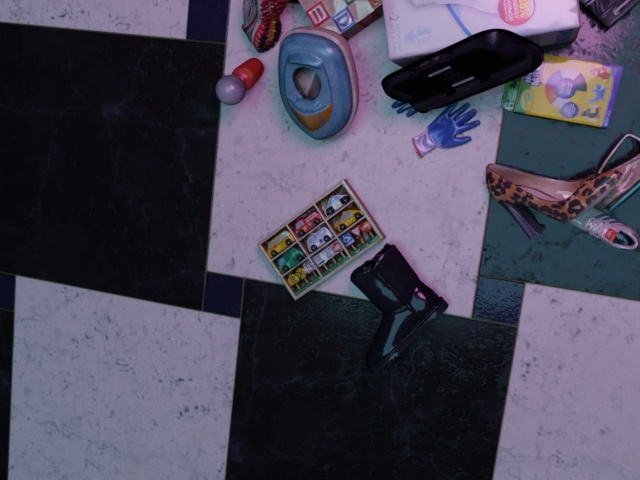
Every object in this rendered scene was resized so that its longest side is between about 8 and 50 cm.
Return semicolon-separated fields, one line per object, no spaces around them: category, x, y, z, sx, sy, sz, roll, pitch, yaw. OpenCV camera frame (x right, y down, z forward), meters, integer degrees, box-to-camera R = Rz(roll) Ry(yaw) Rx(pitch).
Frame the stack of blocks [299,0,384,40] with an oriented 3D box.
stack of blocks;0.014;-0.595;1.560;0.171;0.087;0.297;-32;89;17

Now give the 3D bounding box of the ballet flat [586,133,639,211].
ballet flat;0.672;-0.190;1.433;0.316;0.107;0.106;-39;73;17

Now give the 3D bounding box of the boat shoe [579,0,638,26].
boat shoe;0.669;-0.551;1.383;0.335;0.121;0.119;-37;95;28

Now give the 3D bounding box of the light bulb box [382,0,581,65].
light bulb box;0.308;-0.550;1.414;0.360;0.225;0.358;-7;97;17

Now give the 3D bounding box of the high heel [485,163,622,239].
high heel;0.462;-0.125;1.459;0.186;0.093;0.261;51;139;-1

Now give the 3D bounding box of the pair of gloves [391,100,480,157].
pair of gloves;0.249;-0.289;1.574;0.159;0.023;0.198;-28;91;17

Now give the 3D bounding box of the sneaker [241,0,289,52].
sneaker;-0.132;-0.521;1.569;0.093;0.088;0.225;47;145;16

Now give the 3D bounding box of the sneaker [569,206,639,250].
sneaker;0.591;-0.027;1.488;0.161;0.075;0.057;29;104;9

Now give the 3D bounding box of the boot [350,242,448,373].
boot;0.138;0.152;1.629;0.207;0.094;0.246;45;100;2

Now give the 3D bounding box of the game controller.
game controller;0.271;-0.331;1.406;0.319;0.166;0.067;-14;62;50

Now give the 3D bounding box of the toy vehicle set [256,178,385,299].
toy vehicle set;0.000;0.000;1.678;0.266;0.035;0.166;-36;88;17

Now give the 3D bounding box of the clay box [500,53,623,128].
clay box;0.497;-0.314;1.485;0.221;0.053;0.128;12;101;13

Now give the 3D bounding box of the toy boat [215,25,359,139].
toy boat;-0.070;-0.335;1.565;0.318;0.148;0.268;12;134;25
